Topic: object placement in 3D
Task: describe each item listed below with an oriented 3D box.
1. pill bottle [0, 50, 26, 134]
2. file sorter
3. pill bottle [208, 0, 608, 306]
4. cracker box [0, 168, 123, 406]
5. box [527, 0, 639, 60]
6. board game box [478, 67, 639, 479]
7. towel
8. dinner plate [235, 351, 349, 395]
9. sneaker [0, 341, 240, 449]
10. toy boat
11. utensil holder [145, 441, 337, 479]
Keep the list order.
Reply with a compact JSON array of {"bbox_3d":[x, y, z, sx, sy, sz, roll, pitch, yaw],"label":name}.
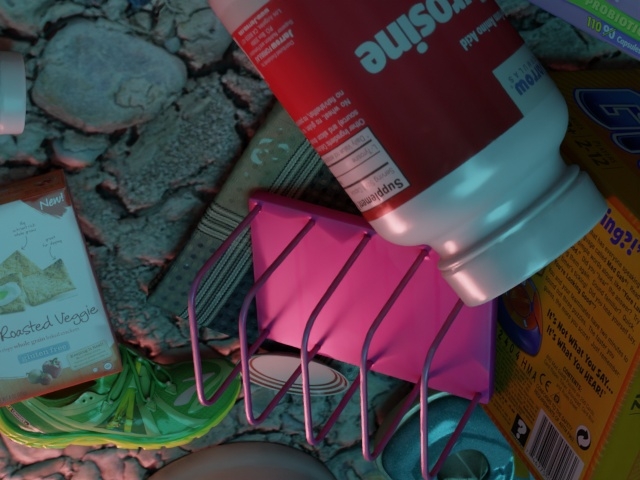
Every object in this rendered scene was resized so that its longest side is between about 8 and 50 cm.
[{"bbox_3d":[-0.392,-0.147,1.677,0.186,0.112,0.112,-1,126,-16],"label":"pill bottle"},{"bbox_3d":[0.022,0.107,1.813,0.290,0.182,0.202,15,131,22],"label":"file sorter"},{"bbox_3d":[0.093,-0.146,1.648,0.229,0.229,0.408,-36,95,11],"label":"pill bottle"},{"bbox_3d":[-0.323,0.054,1.847,0.155,0.067,0.232,-17,113,-5],"label":"cracker box"},{"bbox_3d":[0.323,-0.298,1.669,0.243,0.213,0.117,-26,138,-40],"label":"box"},{"bbox_3d":[0.385,0.049,1.884,0.356,0.356,0.356,-5,128,-27],"label":"board game box"},{"bbox_3d":[0.000,0.000,1.965,0.312,0.056,0.324,23,118,-27],"label":"towel"},{"bbox_3d":[-0.033,0.159,2.047,0.141,0.017,0.141,10,157,4],"label":"dinner plate"},{"bbox_3d":[-0.235,0.174,1.974,0.295,0.109,0.123,-5,131,-14],"label":"sneaker"},{"bbox_3d":[0.159,0.335,2.197,0.267,0.148,0.318,26,114,-32],"label":"toy boat"},{"bbox_3d":[-0.077,0.500,2.094,0.327,0.385,0.328,-8,128,-11],"label":"utensil holder"}]
